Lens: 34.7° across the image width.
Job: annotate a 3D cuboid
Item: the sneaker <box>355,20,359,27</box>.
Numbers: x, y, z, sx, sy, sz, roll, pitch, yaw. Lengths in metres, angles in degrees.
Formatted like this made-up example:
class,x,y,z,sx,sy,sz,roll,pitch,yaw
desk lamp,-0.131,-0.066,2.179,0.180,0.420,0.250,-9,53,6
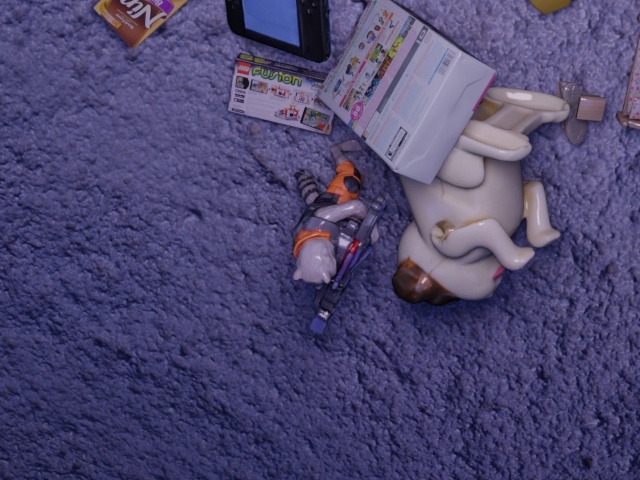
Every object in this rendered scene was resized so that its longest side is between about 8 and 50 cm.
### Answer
class,x,y,z,sx,sy,sz,roll,pitch,yaw
sneaker,0.089,-0.375,1.902,0.035,0.031,0.083,15,137,39

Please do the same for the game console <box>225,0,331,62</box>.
class,x,y,z,sx,sy,sz,roll,pitch,yaw
game console,-0.139,-0.432,1.746,0.293,0.173,0.250,29,133,45

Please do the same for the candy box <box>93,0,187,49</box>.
class,x,y,z,sx,sy,sz,roll,pitch,yaw
candy box,-0.321,-0.458,1.916,0.187,0.053,0.109,-35,108,27

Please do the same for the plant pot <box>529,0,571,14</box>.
class,x,y,z,sx,sy,sz,roll,pitch,yaw
plant pot,0.396,-0.444,1.778,0.081,0.081,0.083,-19,126,20

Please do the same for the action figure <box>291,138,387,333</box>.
class,x,y,z,sx,sy,sz,roll,pitch,yaw
action figure,0.000,0.000,1.946,0.179,0.330,0.341,22,120,-4

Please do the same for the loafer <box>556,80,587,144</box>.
class,x,y,z,sx,sy,sz,roll,pitch,yaw
loafer,0.465,-0.240,1.904,0.045,0.039,0.125,-24,120,-14

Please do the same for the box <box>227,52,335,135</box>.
class,x,y,z,sx,sy,sz,roll,pitch,yaw
box,-0.068,-0.282,1.974,0.207,0.036,0.114,14,120,3

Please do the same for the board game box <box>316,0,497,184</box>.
class,x,y,z,sx,sy,sz,roll,pitch,yaw
board game box,0.140,-0.269,1.767,0.098,0.303,0.224,17,112,-37

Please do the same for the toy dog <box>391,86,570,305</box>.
class,x,y,z,sx,sy,sz,roll,pitch,yaw
toy dog,0.247,-0.060,1.906,0.396,0.284,0.407,13,121,18

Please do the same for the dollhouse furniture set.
class,x,y,z,sx,sy,sz,roll,pitch,yaw
dollhouse furniture set,0.644,-0.310,1.732,0.356,0.173,0.303,4,119,2
